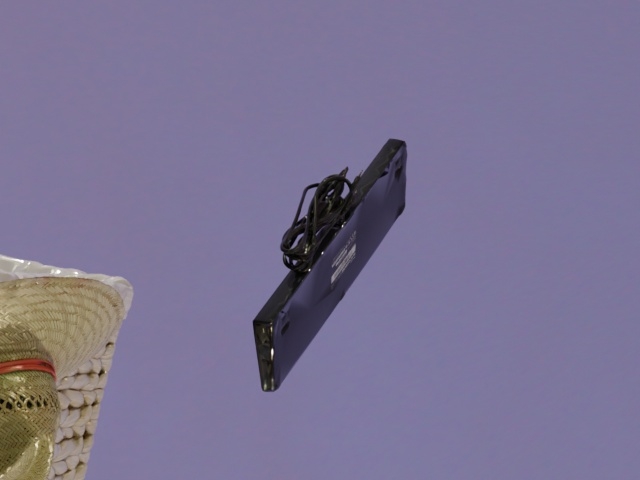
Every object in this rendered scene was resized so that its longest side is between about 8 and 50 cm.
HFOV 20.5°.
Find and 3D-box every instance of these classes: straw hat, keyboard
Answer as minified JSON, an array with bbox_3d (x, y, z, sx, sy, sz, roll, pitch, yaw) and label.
[{"bbox_3d":[-0.139,0.077,0.737,0.144,0.144,0.061,-32,-114,22],"label":"straw hat"},{"bbox_3d":[0.000,0.000,1.121,0.038,0.192,0.100,20,-43,18],"label":"keyboard"}]

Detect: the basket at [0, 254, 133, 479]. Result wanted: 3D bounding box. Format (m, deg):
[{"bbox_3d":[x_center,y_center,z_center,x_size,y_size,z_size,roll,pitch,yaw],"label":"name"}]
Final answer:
[{"bbox_3d":[-0.355,0.124,1.312,0.328,0.331,0.267,10,-91,12],"label":"basket"}]
